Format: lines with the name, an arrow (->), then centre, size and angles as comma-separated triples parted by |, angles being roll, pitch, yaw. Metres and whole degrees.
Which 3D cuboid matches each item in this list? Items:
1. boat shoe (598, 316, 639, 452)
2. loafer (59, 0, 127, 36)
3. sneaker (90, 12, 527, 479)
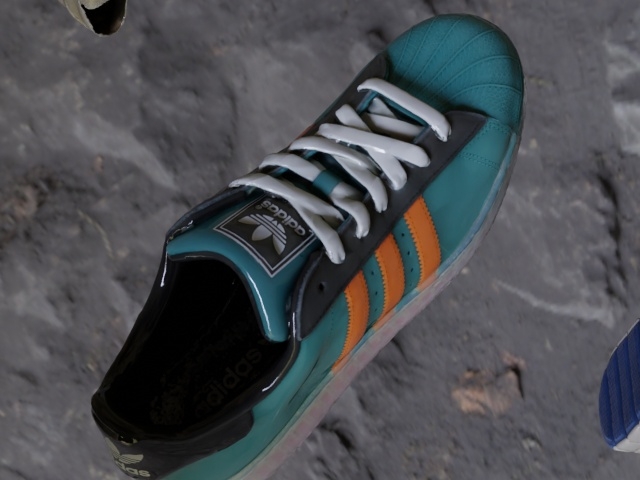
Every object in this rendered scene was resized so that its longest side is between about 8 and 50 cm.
boat shoe -> 0.178, 0.036, 0.520 | 0.066, 0.183, 0.066 | 6, 61, -9
loafer -> -0.136, -0.179, 0.786 | 0.056, 0.148, 0.050 | -36, 80, -17
sneaker -> 0.000, 0.000, 0.633 | 0.108, 0.121, 0.302 | 33, 85, 22
